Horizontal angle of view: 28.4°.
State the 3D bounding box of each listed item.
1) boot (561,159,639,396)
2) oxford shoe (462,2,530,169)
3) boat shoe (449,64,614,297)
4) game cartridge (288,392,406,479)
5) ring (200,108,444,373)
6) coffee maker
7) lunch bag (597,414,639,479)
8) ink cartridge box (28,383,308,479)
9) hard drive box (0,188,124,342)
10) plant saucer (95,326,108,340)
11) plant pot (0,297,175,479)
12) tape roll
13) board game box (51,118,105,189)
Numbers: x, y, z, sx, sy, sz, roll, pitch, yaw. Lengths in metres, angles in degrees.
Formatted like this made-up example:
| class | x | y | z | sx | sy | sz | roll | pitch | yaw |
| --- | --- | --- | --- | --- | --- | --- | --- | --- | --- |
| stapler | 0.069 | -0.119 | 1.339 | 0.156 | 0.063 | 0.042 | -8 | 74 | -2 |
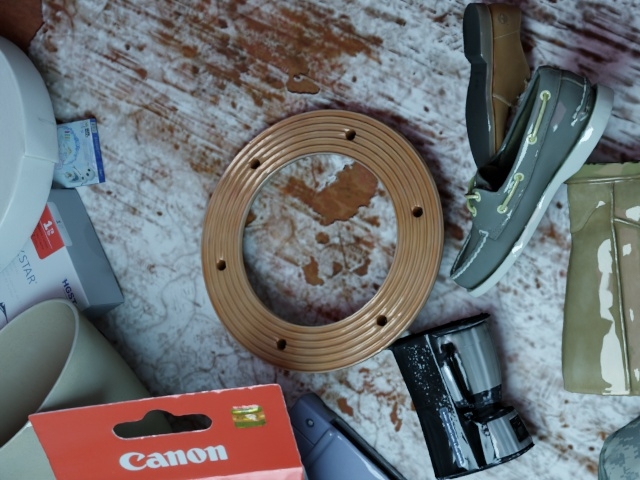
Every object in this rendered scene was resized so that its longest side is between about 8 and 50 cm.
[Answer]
| class | x | y | z | sx | sy | sz | roll | pitch | yaw |
| --- | --- | --- | --- | --- | --- | --- | --- | --- | --- |
| boot | 0.387 | 0.041 | 1.441 | 0.236 | 0.089 | 0.269 | -1 | 94 | 36 |
| oxford shoe | 0.215 | -0.176 | 1.500 | 0.076 | 0.076 | 0.212 | -6 | 107 | -16 |
| boat shoe | 0.221 | -0.066 | 1.454 | 0.091 | 0.109 | 0.305 | 24 | 122 | -8 |
| game cartridge | 0.042 | 0.399 | 1.636 | 0.355 | 0.068 | 0.230 | 42 | 105 | 14 |
| ring | 0.000 | 0.000 | 1.590 | 0.337 | 0.032 | 0.336 | -5 | 79 | 26 |
| coffee maker | 0.158 | 0.194 | 1.547 | 0.171 | 0.120 | 0.178 | -21 | 86 | 49 |
| lunch bag | 0.454 | 0.255 | 1.339 | 0.305 | 0.256 | 0.212 | -29 | 84 | 22 |
| ink cartridge box | -0.157 | 0.358 | 1.509 | 0.308 | 0.091 | 0.384 | -8 | 122 | 8 |
| hard drive box | -0.415 | 0.059 | 1.767 | 0.232 | 0.089 | 0.181 | -30 | 78 | 22 |
| plant saucer | -0.327 | 0.158 | 1.787 | 0.083 | 0.015 | 0.083 | 2 | 95 | 23 |
| plant pot | -0.311 | 0.256 | 1.652 | 0.256 | 0.256 | 0.274 | -32 | 124 | 22 |
| tape roll | -0.535 | -0.114 | 1.750 | 0.392 | 0.072 | 0.391 | -4 | 81 | 28 |
| board game box | -0.348 | -0.119 | 1.765 | 0.090 | 0.020 | 0.090 | -7 | 93 | 23 |
